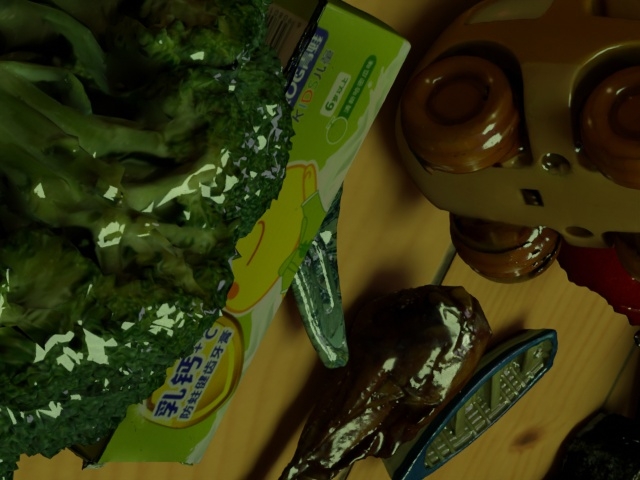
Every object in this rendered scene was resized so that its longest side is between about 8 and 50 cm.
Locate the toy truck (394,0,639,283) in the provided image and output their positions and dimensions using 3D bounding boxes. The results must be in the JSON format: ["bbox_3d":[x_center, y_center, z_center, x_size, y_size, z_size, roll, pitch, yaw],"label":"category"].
[{"bbox_3d":[0.203,-0.091,1.065,0.204,0.288,0.211,59,44,-52],"label":"toy truck"}]

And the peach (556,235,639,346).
[{"bbox_3d":[0.278,-0.016,1.279,0.196,0.190,0.226,-39,145,-30],"label":"peach"}]

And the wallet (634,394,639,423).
[{"bbox_3d":[0.438,0.261,1.697,0.062,0.228,0.406,-20,135,-21],"label":"wallet"}]

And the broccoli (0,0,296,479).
[{"bbox_3d":[-0.173,-0.038,0.625,0.283,0.304,0.321,53,47,-32],"label":"broccoli"}]

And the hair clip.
[{"bbox_3d":[-0.002,-0.001,1.065,0.066,0.036,0.229,-36,136,-36],"label":"hair clip"}]

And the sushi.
[{"bbox_3d":[0.307,0.298,1.657,0.212,0.115,0.147,-55,148,-1],"label":"sushi"}]

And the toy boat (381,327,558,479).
[{"bbox_3d":[0.135,0.151,1.368,0.229,0.046,0.080,-35,142,-30],"label":"toy boat"}]

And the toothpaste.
[{"bbox_3d":[-0.065,-0.012,0.937,0.110,0.077,0.327,12,108,-58],"label":"toothpaste"}]

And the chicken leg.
[{"bbox_3d":[0.014,0.151,1.185,0.304,0.093,0.113,-47,129,-1],"label":"chicken leg"}]
